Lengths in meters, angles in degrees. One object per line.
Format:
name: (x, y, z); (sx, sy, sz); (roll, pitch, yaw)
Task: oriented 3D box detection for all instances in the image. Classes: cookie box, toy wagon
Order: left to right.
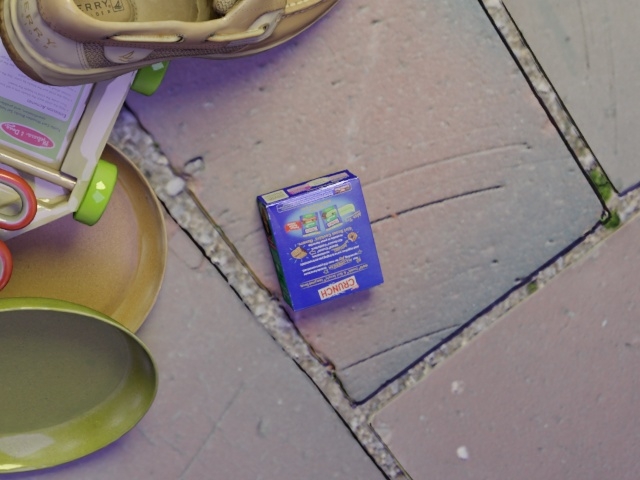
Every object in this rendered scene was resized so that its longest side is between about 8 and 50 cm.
toy wagon: (-0.287, -0.102, 0.991); (0.267, 0.068, 0.344); (22, 98, -17)
cookie box: (0.000, 0.000, 1.142); (0.092, 0.040, 0.107); (-17, 109, -10)

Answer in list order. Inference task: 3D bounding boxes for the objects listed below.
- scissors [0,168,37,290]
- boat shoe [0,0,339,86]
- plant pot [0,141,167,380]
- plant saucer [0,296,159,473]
scissors: (-0.370, -0.021, 0.947); (0.297, 0.021, 0.109); (9, 104, -14)
boat shoe: (-0.076, -0.202, 0.959); (0.341, 0.110, 0.121); (-29, 98, -37)
plant pot: (-0.253, 0.007, 1.083); (0.236, 0.032, 0.236); (-4, 106, -14)
plant saucer: (-0.260, 0.120, 1.063); (0.241, 0.037, 0.241); (-9, 140, -8)
